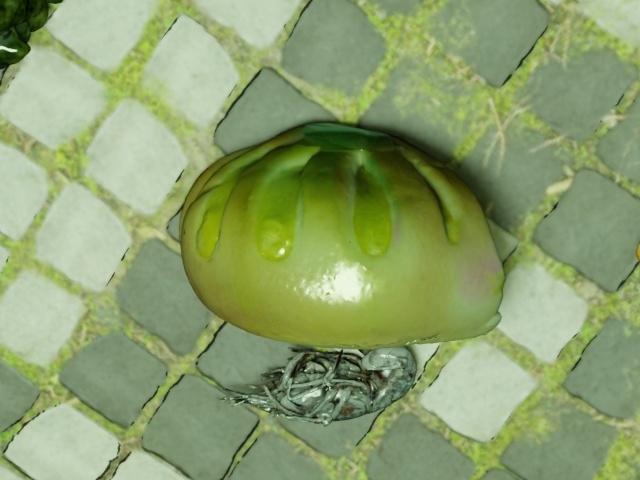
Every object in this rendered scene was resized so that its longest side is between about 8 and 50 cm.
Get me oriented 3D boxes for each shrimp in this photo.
[{"bbox_3d":[-0.004,0.117,1.350,0.165,0.056,0.065,-6,120,-1],"label":"shrimp"}]

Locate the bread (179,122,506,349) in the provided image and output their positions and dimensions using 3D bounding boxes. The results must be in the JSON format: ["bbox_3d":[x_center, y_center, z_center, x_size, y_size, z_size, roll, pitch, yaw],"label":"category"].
[{"bbox_3d":[0.011,0.003,1.266,0.261,0.156,0.158,3,107,6],"label":"bread"}]

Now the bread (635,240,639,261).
[{"bbox_3d":[0.348,0.021,1.269,0.200,0.077,0.116,31,105,-3],"label":"bread"}]

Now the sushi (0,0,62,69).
[{"bbox_3d":[-0.352,-0.246,1.236,0.352,0.178,0.294,4,107,7],"label":"sushi"}]
